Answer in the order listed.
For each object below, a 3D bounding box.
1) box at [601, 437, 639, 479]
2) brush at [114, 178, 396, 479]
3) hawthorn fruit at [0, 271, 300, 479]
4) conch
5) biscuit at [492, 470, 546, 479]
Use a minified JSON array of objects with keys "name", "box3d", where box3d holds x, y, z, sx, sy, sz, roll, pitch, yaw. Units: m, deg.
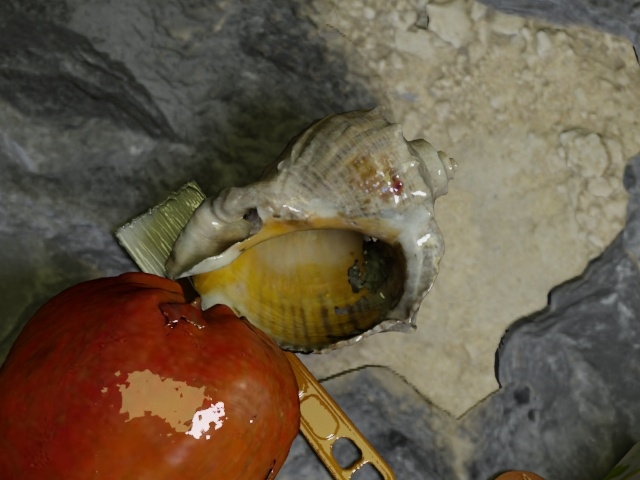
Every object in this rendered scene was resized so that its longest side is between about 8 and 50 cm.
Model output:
[{"name":"box","box3d":[0.235,0.262,1.039,0.260,0.194,0.111,-43,94,-20]},{"name":"brush","box3d":[-0.042,0.092,1.149,0.090,0.017,0.314,-36,82,-16]},{"name":"hawthorn fruit","box3d":[-0.159,0.160,1.014,0.211,0.211,0.299,42,83,5]},{"name":"conch","box3d":[0.000,0.000,1.110,0.245,0.163,0.178,-19,58,-7]},{"name":"biscuit","box3d":[0.155,0.230,1.136,0.078,0.015,0.091,7,70,-8]}]
